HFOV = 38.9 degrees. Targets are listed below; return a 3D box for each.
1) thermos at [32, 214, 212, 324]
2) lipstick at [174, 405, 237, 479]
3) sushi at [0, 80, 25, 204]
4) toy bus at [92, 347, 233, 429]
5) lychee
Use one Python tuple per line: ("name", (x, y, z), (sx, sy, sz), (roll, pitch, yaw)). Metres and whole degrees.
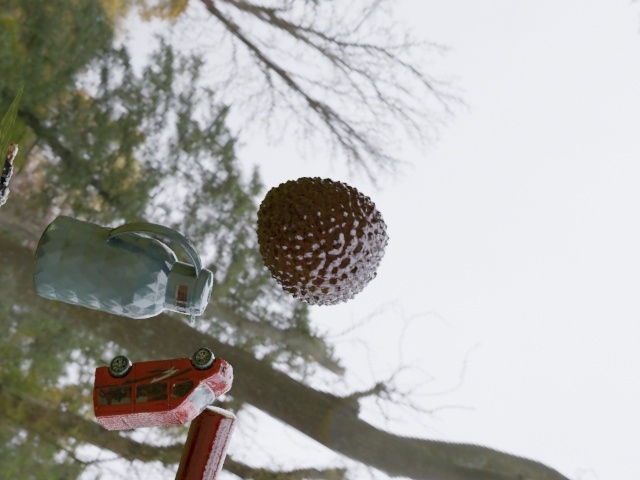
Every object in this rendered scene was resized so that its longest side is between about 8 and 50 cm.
("thermos", (-0.323, 0.043, 1.522), (0.145, 0.287, 0.182), (-75, 176, -55))
("lipstick", (-0.208, 0.399, 1.524), (0.080, 0.080, 0.241), (6, -103, 63))
("sushi", (-0.598, -0.117, 1.686), (0.264, 0.050, 0.290), (-44, -146, 36))
("toy bus", (-0.224, 0.216, 1.302), (0.195, 0.081, 0.089), (-6, -122, 6))
("lychee", (0.000, 0.000, 1.887), (0.276, 0.304, 0.275), (-40, -153, 25))
